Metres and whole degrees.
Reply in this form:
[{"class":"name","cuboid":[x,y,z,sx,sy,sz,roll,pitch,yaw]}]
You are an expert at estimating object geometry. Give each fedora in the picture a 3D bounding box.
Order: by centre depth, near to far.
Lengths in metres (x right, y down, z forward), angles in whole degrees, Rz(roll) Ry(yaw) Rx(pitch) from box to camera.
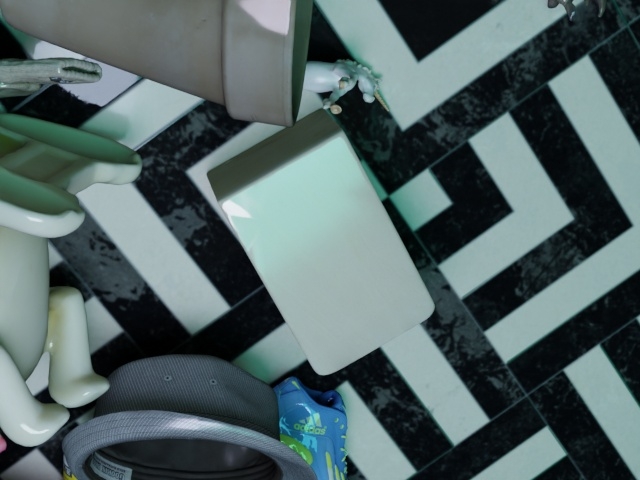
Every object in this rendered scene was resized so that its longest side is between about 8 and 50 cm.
[{"class":"fedora","cuboid":[-0.138,0.206,1.500,0.275,0.124,0.244,5,147,-3]}]

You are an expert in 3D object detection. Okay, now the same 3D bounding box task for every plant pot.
[{"class":"plant pot","cuboid":[-0.146,-0.277,1.286,0.280,0.323,0.323,5,111,2]}]

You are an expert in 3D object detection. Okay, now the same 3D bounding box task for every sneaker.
[{"class":"sneaker","cuboid":[0.004,0.257,1.626,0.126,0.091,0.240,-40,114,3]}]

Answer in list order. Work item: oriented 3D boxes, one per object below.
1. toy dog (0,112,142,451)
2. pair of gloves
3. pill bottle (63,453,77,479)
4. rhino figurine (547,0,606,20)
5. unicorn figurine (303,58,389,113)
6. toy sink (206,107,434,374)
[{"class":"toy dog","cuboid":[-0.400,0.085,1.362,0.395,0.284,0.408,15,107,-5]},{"class":"pair of gloves","cuboid":[-0.350,-0.162,1.272,0.204,0.240,0.042,-5,89,32]},{"class":"pill bottle","cuboid":[-0.265,0.295,1.589,0.065,0.065,0.116,-1,111,-13]},{"class":"rhino figurine","cuboid":[0.239,-0.322,1.462,0.106,0.073,0.243,-47,125,-2]},{"class":"unicorn figurine","cuboid":[0.004,-0.167,1.462,0.161,0.111,0.060,17,117,-4]},{"class":"toy sink","cuboid":[0.000,0.000,1.502,0.152,0.131,0.234,-30,110,-1]}]
